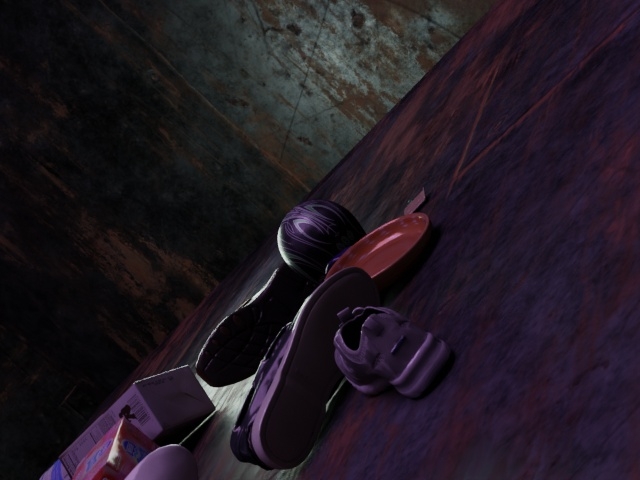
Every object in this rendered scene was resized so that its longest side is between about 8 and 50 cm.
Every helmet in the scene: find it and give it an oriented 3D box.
[{"bbox_3d":[0.000,0.000,2.141,0.169,0.161,0.169,-49,3,4],"label":"helmet"}]

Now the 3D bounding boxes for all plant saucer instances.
[{"bbox_3d":[0.097,0.029,1.791,0.200,0.037,0.200,-32,16,10],"label":"plant saucer"}]

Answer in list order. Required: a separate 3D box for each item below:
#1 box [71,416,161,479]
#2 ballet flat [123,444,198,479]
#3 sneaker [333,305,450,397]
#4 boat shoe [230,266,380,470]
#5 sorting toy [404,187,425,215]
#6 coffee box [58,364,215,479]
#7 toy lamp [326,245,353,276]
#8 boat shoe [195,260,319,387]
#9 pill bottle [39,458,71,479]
[{"bbox_3d":[-0.359,0.449,2.018,0.142,0.154,0.300,-49,7,2],"label":"box"},{"bbox_3d":[-0.290,0.488,1.627,0.400,0.139,0.139,-54,8,-6],"label":"ballet flat"},{"bbox_3d":[0.067,0.117,1.375,0.105,0.115,0.281,-51,8,-15],"label":"sneaker"},{"bbox_3d":[-0.025,0.177,1.572,0.113,0.127,0.340,-23,34,47],"label":"boat shoe"},{"bbox_3d":[0.175,-0.068,2.066,0.062,0.012,0.083,-52,10,17],"label":"sorting toy"},{"bbox_3d":[-0.377,0.397,2.299,0.297,0.119,0.168,-44,-17,31],"label":"coffee box"},{"bbox_3d":[0.025,0.098,1.865,0.080,0.080,0.275,-44,10,35],"label":"toy lamp"},{"bbox_3d":[-0.117,0.169,2.221,0.324,0.122,0.120,-43,-1,-24],"label":"boat shoe"},{"bbox_3d":[-0.558,0.565,2.585,0.272,0.152,0.152,-44,9,36],"label":"pill bottle"}]
